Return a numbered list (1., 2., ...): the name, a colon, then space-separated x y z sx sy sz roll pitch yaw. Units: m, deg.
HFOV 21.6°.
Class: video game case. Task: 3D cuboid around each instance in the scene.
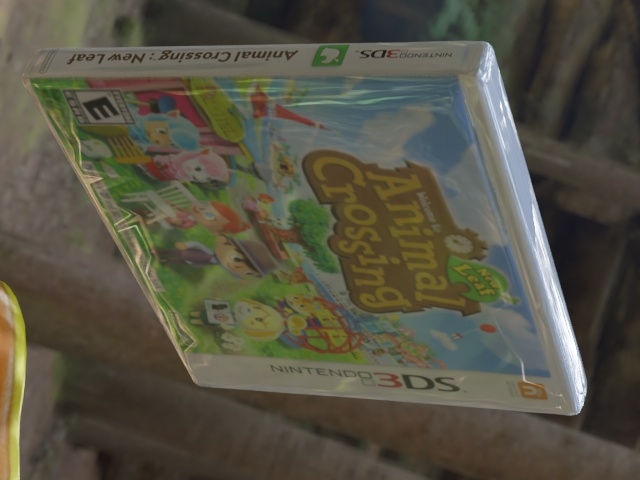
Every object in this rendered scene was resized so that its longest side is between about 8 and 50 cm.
1. video game case: 0.000 0.000 0.706 0.212 0.193 0.023 67 34 -45

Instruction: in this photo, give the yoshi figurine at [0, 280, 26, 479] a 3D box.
1. yoshi figurine: -0.287 0.036 0.503 0.203 0.362 0.203 48 -49 51
